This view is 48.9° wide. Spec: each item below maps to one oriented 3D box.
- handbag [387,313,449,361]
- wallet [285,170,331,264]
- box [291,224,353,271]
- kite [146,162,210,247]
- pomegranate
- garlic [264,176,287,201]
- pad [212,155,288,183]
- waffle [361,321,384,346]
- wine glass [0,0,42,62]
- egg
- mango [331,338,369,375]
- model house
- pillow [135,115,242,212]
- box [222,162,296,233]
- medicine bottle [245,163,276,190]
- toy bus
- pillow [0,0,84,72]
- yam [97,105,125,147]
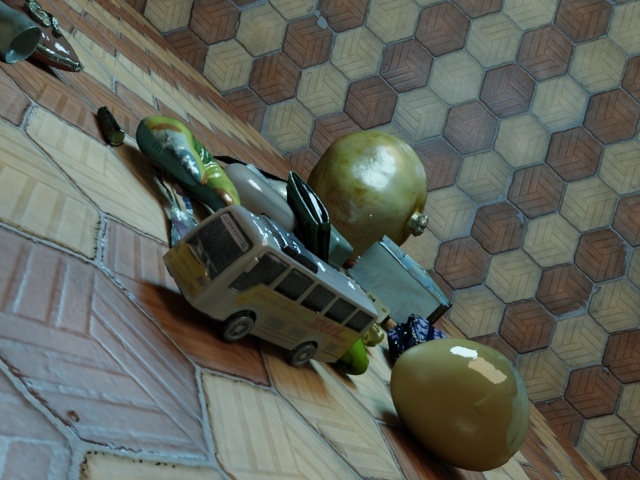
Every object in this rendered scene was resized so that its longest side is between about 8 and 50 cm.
[{"bbox_3d":[0.239,0.256,1.533,0.208,0.126,0.228,38,7,-1],"label":"handbag"},{"bbox_3d":[-0.032,-0.033,1.599,0.160,0.055,0.236,59,-17,26],"label":"wallet"},{"bbox_3d":[0.000,0.000,1.787,0.172,0.093,0.124,48,8,29],"label":"box"},{"bbox_3d":[-0.187,-0.012,1.087,0.204,0.022,0.360,37,11,-43],"label":"kite"},{"bbox_3d":[0.150,-0.119,2.147,0.411,0.411,0.411,44,7,-7],"label":"pomegranate"},{"bbox_3d":[-0.108,-0.110,1.749,0.124,0.099,0.174,35,-6,-23],"label":"garlic"},{"bbox_3d":[-0.166,-0.175,1.788,0.212,0.003,0.143,21,-4,-27],"label":"pad"},{"bbox_3d":[0.023,0.115,1.412,0.253,0.056,0.249,39,9,-33],"label":"waffle"},{"bbox_3d":[-0.491,-0.340,1.034,0.155,0.073,0.073,45,7,-3],"label":"wine glass"},{"bbox_3d":[0.225,0.260,1.150,0.245,0.201,0.201,29,10,-12],"label":"egg"},{"bbox_3d":[0.022,0.146,1.137,0.165,0.074,0.091,45,5,4],"label":"mango"},{"bbox_3d":[0.206,0.130,1.852,0.271,0.178,0.206,43,13,12],"label":"model house"},{"bbox_3d":[-0.224,-0.124,1.225,0.214,0.086,0.233,49,-1,36],"label":"pillow"},{"bbox_3d":[-0.136,-0.081,1.501,0.200,0.088,0.146,41,6,-35],"label":"box"},{"bbox_3d":[-0.145,-0.107,1.633,0.130,0.080,0.080,46,7,0],"label":"medicine bottle"},{"bbox_3d":[-0.048,0.072,0.910,0.097,0.138,0.342,52,8,34],"label":"toy bus"},{"bbox_3d":[-0.493,-0.368,1.178,0.179,0.075,0.171,46,8,21],"label":"pillow"},{"bbox_3d":[-0.354,-0.193,1.175,0.027,0.033,0.129,7,24,-32],"label":"yam"}]
